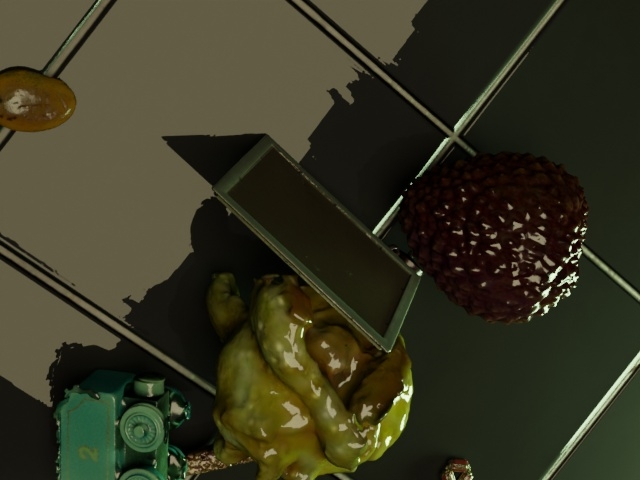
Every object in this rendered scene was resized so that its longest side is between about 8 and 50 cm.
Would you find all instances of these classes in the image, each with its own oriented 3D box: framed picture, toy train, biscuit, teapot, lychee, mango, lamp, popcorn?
[{"bbox_3d":[0.000,0.000,1.445,0.296,0.232,0.019,43,116,-4],"label":"framed picture"},{"bbox_3d":[-0.267,0.274,1.508,0.163,0.112,0.203,6,101,11],"label":"toy train"},{"bbox_3d":[-0.108,0.300,1.606,0.199,0.064,0.034,-11,87,-12],"label":"biscuit"},{"bbox_3d":[0.117,0.031,1.599,0.045,0.068,0.100,-50,142,-4],"label":"teapot"},{"bbox_3d":[0.234,-0.013,1.544,0.271,0.271,0.271,-4,105,-16],"label":"lychee"},{"bbox_3d":[-0.364,-0.175,1.408,0.114,0.057,0.079,-2,101,-25],"label":"mango"},{"bbox_3d":[0.207,0.377,1.742,0.063,0.031,0.083,3,100,-19],"label":"lamp"},{"bbox_3d":[-0.031,0.168,1.498,0.325,0.321,0.290,26,104,14],"label":"popcorn"}]
